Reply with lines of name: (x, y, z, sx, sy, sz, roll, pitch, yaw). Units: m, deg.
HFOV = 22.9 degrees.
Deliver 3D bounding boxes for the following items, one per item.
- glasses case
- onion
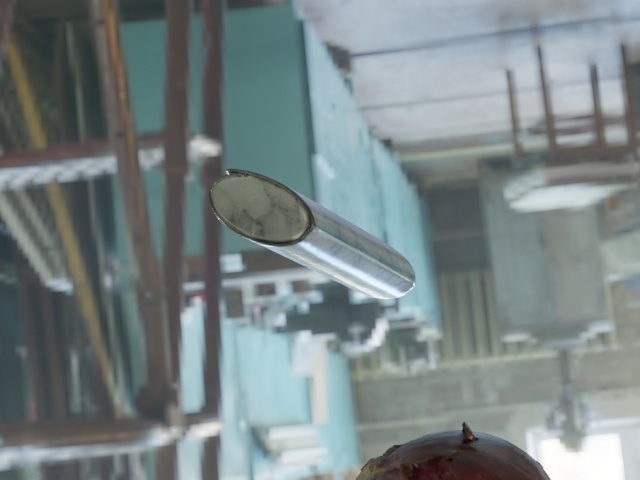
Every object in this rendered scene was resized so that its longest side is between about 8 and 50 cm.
glasses case: (0.000, 0.000, 1.554, 0.114, 0.060, 0.299, 26, 180, 24)
onion: (0.128, 0.332, 1.659, 0.276, 0.276, 0.276, -5, 172, -1)
